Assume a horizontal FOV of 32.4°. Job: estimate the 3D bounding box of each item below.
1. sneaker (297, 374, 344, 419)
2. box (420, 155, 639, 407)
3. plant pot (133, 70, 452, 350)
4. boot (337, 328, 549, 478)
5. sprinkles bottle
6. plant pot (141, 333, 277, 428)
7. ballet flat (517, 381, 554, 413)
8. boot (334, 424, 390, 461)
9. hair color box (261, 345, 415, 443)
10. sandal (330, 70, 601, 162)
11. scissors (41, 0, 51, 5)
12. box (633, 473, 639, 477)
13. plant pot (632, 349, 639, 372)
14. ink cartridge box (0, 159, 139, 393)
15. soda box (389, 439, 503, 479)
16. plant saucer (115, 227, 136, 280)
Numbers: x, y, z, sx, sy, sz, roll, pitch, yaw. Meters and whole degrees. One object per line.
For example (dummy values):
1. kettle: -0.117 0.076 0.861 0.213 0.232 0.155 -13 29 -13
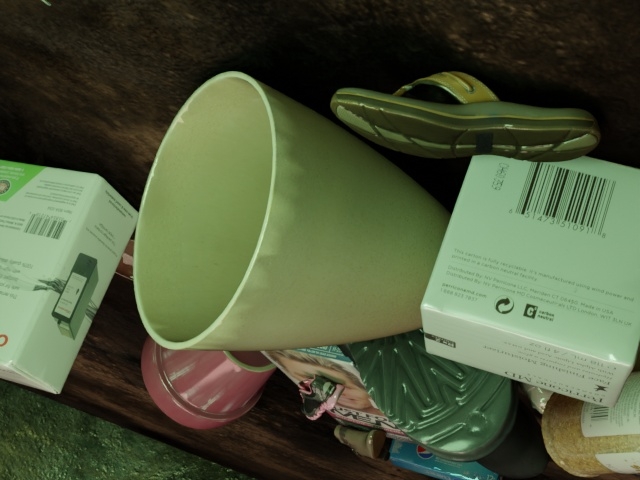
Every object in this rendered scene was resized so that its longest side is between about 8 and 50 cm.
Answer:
1. sneaker: -0.009 0.217 1.558 0.057 0.047 0.119 31 151 -6
2. box: 0.200 0.025 0.968 0.180 0.182 0.119 15 158 15
3. plant pot: 0.000 0.000 1.065 0.274 0.257 0.256 15 166 -32
4. boot: 0.172 0.201 1.342 0.367 0.146 0.445 50 179 44
5. sprinkles bottle: 0.388 0.196 1.214 0.121 0.121 0.355 27 159 -15
6. plant pot: -0.148 0.168 1.680 0.201 0.201 0.180 29 143 -20
7. ballet flat: 0.326 0.204 1.456 0.203 0.074 0.074 18 159 8
8. boot: 0.061 0.312 1.733 0.087 0.042 0.118 21 156 27
9. hair color box: 0.052 0.188 1.633 0.173 0.105 0.347 9 156 30
10. sandal: 0.119 -0.108 0.903 0.219 0.060 0.090 3 163 7
11. scissors: -0.373 -0.294 0.964 0.109 0.021 0.297 -2 151 42
12. box: 0.485 0.289 1.534 0.183 0.056 0.231 25 160 -9
13. plant pot: 0.343 0.129 1.307 0.236 0.032 0.236 18 159 7
14. ink cartridge box: -0.393 0.044 1.459 0.198 0.273 0.115 10 157 28
15. soda box: 0.237 0.411 2.066 0.210 0.067 0.071 14 159 20
16. plant saucer: -0.265 0.018 1.613 0.198 0.036 0.199 18 160 7
